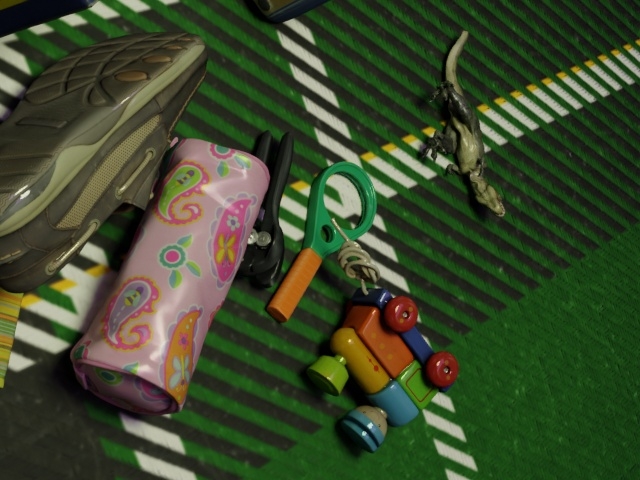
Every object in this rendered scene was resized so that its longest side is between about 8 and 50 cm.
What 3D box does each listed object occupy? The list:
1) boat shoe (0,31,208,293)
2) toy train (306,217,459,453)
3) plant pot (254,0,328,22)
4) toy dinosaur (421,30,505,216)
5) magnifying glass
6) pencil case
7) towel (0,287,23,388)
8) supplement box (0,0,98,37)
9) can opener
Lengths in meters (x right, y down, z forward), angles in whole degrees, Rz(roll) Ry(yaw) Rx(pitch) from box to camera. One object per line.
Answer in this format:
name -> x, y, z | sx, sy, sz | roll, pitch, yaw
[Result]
boat shoe -> -0.223, -0.085, 1.013 | 0.355, 0.132, 0.130 | -50, 142, -41
toy train -> 0.036, 0.114, 1.207 | 0.143, 0.105, 0.248 | -45, 110, -23
plant pot -> -0.001, -0.398, 1.203 | 0.212, 0.236, 0.236 | -45, 110, -31
toy dinosaur -> 0.184, -0.157, 1.412 | 0.118, 0.064, 0.268 | -1, 80, -55
magnifying glass -> 0.000, 0.000, 1.246 | 0.092, 0.026, 0.231 | 46, 53, -23
pencil case -> -0.147, 0.030, 1.055 | 0.124, 0.124, 0.284 | 35, 59, -29
towel -> -0.317, 0.014, 0.977 | 0.102, 0.021, 0.237 | 24, 64, -40
supplement box -> -0.299, -0.385, 0.924 | 0.194, 0.195, 0.356 | -54, 125, -36
can opener -> -0.065, -0.042, 1.186 | 0.059, 0.073, 0.186 | 4, 70, 0
